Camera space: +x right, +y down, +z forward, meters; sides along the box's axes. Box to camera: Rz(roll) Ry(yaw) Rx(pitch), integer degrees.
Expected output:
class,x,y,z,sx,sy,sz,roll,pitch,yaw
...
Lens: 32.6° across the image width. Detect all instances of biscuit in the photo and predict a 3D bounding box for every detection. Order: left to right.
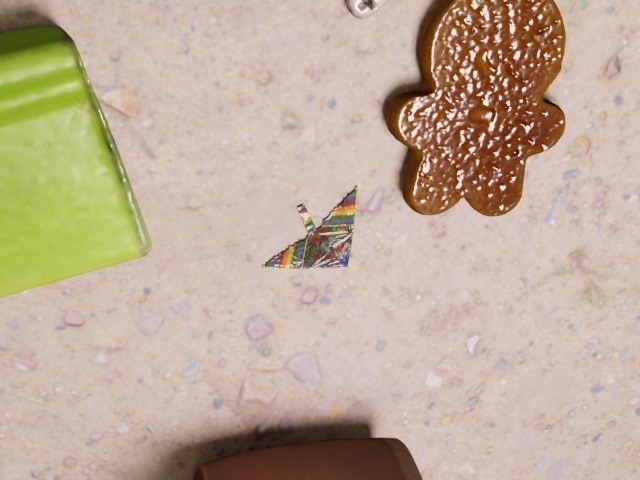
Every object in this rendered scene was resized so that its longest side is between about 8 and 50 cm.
class,x,y,z,sx,sy,sz,roll,pitch,yaw
biscuit,0.151,-0.132,1.023,0.180,0.039,0.236,4,115,-17

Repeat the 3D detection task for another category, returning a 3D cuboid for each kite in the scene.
class,x,y,z,sx,sy,sz,roll,pitch,yaw
kite,0.000,0.000,1.065,0.122,0.004,0.090,-36,122,3

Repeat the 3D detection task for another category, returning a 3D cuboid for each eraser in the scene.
class,x,y,z,sx,sy,sz,roll,pitch,yaw
eraser,-0.301,-0.049,0.897,0.274,0.092,0.210,-18,120,-6

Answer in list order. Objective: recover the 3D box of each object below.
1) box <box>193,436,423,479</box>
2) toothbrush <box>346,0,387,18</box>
class,x,y,z,sx,sy,sz,roll,pitch,yaw
box,-0.021,0.342,1.087,0.216,0.301,0.301,5,116,-11
toothbrush,0.170,-0.324,0.927,0.386,0.040,0.040,-43,121,8
